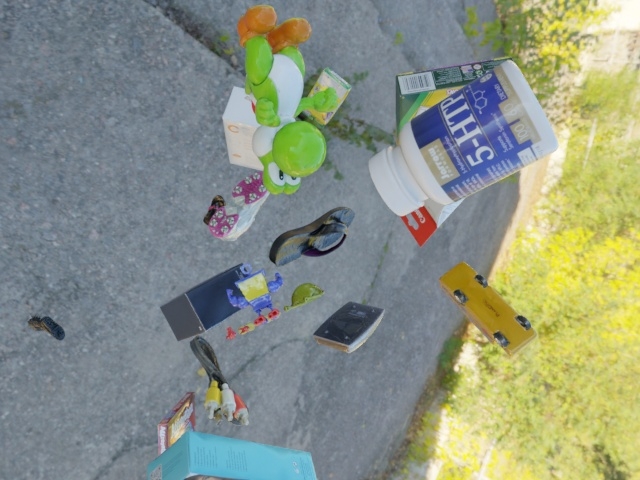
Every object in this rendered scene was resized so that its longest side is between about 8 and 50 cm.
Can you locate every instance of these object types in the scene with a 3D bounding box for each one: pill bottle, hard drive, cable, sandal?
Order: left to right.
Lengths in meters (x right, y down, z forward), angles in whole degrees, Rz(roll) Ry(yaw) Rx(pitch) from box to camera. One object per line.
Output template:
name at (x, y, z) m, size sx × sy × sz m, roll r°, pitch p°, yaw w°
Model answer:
sandal at (-0.477, -0.126, 2.051) m, size 0.179 × 0.067 × 0.040 m, roll -53°, pitch -172°, yaw 31°
cable at (-0.239, 0.337, 1.117) m, size 0.139 × 0.287 × 0.072 m, roll 33°, pitch 107°, yaw -36°
sandal at (-0.001, 0.002, 1.719) m, size 0.446 × 0.107 × 0.167 m, roll -28°, pitch 143°, yaw -42°
hard drive at (0.108, 0.311, 1.656) m, size 0.255 × 0.172 × 0.054 m, roll -33°, pitch 124°, yaw -48°
pill bottle at (0.155, -0.106, 0.526) m, size 0.112 × 0.187 × 0.112 m, roll 41°, pitch 32°, yaw -34°

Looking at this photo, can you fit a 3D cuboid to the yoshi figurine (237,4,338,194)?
yoshi figurine at (-0.062, -0.277, 0.936) m, size 0.203 × 0.204 × 0.361 m, roll -94°, pitch 179°, yaw -85°

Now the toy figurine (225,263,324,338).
toy figurine at (-0.193, 0.164, 1.551) m, size 0.363 × 0.217 × 0.191 m, roll -26°, pitch 171°, yaw 0°

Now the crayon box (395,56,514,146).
crayon box at (0.439, -0.434, 1.544) m, size 0.313 × 0.363 × 0.106 m, roll 73°, pitch 11°, yaw -60°

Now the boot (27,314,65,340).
boot at (-1.026, 0.328, 1.713) m, size 0.121 × 0.099 × 0.045 m, roll 64°, pitch 31°, yaw -29°

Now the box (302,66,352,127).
box at (0.015, -0.464, 1.509) m, size 0.179 × 0.105 × 0.043 m, roll -48°, pitch -175°, yaw 44°

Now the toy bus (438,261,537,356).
toy bus at (0.528, 0.220, 1.470) m, size 0.108 × 0.332 × 0.130 m, roll -35°, pitch 146°, yaw -5°

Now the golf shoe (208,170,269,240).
golf shoe at (-0.276, -0.122, 1.683) m, size 0.306 × 0.115 × 0.140 m, roll -47°, pitch 158°, yaw -7°

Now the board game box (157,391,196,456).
board game box at (-0.394, 0.534, 1.277) m, size 0.281 × 0.027 × 0.145 m, roll 125°, pitch -38°, yaw -87°

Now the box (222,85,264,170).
box at (-0.281, -0.465, 1.975) m, size 0.345 × 0.215 × 0.168 m, roll 106°, pitch -3°, yaw -68°

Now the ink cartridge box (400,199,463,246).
ink cartridge box at (0.308, -0.127, 1.336) m, size 0.066 × 0.189 × 0.232 m, roll 18°, pitch 124°, yaw -37°

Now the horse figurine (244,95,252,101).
horse figurine at (-0.129, -0.483, 1.409) m, size 0.066 × 0.175 × 0.263 m, roll -55°, pitch 175°, yaw -49°

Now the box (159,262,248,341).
box at (-0.462, 0.258, 1.918) m, size 0.294 × 0.296 × 0.182 m, roll -31°, pitch 93°, yaw -42°

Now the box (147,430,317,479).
box at (-0.124, 0.355, 0.689) m, size 0.244 × 0.060 × 0.100 m, roll 30°, pitch 115°, yaw -38°
